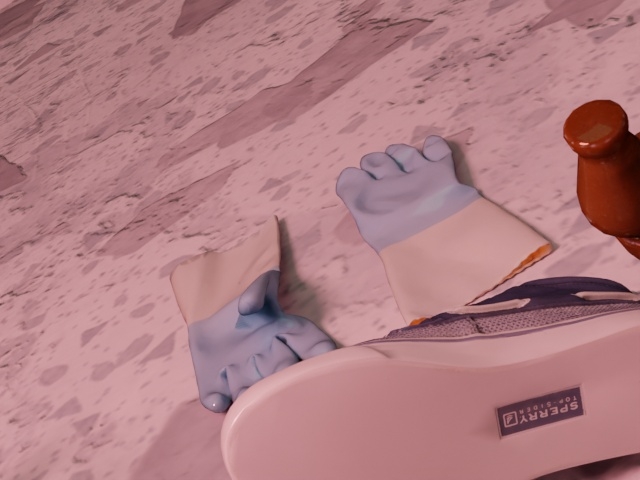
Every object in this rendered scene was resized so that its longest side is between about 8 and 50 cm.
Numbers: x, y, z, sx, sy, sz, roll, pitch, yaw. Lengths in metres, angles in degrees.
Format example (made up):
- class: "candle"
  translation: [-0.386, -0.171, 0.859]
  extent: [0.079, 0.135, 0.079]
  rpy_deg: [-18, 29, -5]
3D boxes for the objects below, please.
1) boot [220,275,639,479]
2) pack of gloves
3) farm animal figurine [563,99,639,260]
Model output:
- class: "boot"
  translation: [0.051, 0.057, 0.532]
  extent: [0.190, 0.069, 0.086]
  rpy_deg: [-7, 13, -11]
- class: "pack of gloves"
  translation: [0.000, 0.000, 0.780]
  extent: [0.195, 0.046, 0.232]
  rpy_deg: [-32, 23, 1]
- class: "farm animal figurine"
  translation: [0.253, -0.058, 0.433]
  extent: [0.327, 0.172, 0.330]
  rpy_deg: [22, 69, 41]
